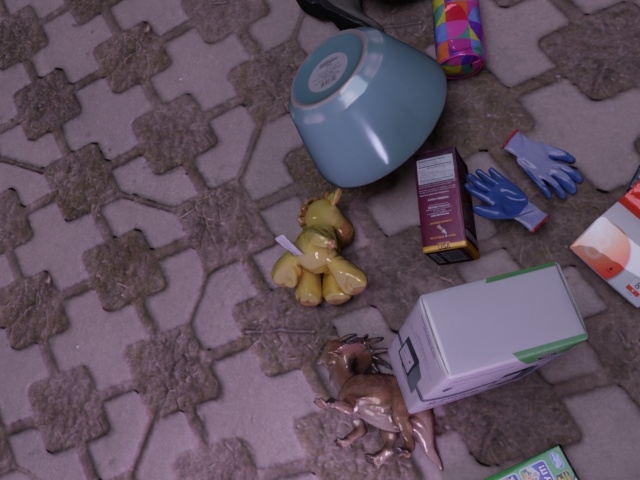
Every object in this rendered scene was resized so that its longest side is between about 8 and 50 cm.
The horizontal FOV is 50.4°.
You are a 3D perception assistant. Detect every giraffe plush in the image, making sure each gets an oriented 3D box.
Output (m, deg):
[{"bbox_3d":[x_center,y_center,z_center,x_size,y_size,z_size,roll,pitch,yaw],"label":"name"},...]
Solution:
[{"bbox_3d":[0.000,0.000,1.295,0.181,0.210,0.170,-9,43,26],"label":"giraffe plush"}]

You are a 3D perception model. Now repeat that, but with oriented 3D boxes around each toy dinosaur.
[{"bbox_3d":[0.110,0.271,1.190,0.295,0.127,0.200,27,51,12],"label":"toy dinosaur"}]

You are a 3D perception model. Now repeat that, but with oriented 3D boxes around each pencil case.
[{"bbox_3d":[0.267,-0.436,1.321,0.104,0.104,0.236,-6,75,23],"label":"pencil case"}]

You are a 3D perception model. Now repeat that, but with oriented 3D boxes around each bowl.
[{"bbox_3d":[0.062,-0.271,1.267,0.311,0.163,0.311,-25,46,30],"label":"bowl"}]

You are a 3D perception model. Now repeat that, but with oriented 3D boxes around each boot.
[{"bbox_3d":[0.071,-0.532,1.447,0.246,0.083,0.161,37,87,26],"label":"boot"}]

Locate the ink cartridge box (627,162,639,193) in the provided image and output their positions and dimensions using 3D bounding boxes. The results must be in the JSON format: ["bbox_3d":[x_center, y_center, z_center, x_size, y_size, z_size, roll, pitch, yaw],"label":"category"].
[{"bbox_3d":[0.599,-0.154,1.121,0.097,0.046,0.207,26,87,27],"label":"ink cartridge box"}]

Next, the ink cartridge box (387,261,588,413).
[{"bbox_3d":[0.236,0.157,1.032,0.211,0.289,0.121,-14,68,-9],"label":"ink cartridge box"}]

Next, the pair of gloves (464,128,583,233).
[{"bbox_3d":[0.354,-0.101,1.195,0.159,0.023,0.198,40,76,20],"label":"pair of gloves"}]

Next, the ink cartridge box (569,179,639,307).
[{"bbox_3d":[0.518,-0.003,1.089,0.145,0.045,0.179,47,113,20],"label":"ink cartridge box"}]

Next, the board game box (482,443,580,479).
[{"bbox_3d":[0.355,0.509,1.048,0.213,0.046,0.317,-31,66,13],"label":"board game box"}]

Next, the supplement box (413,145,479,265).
[{"bbox_3d":[0.227,-0.061,1.229,0.080,0.104,0.188,-11,71,22],"label":"supplement box"}]
